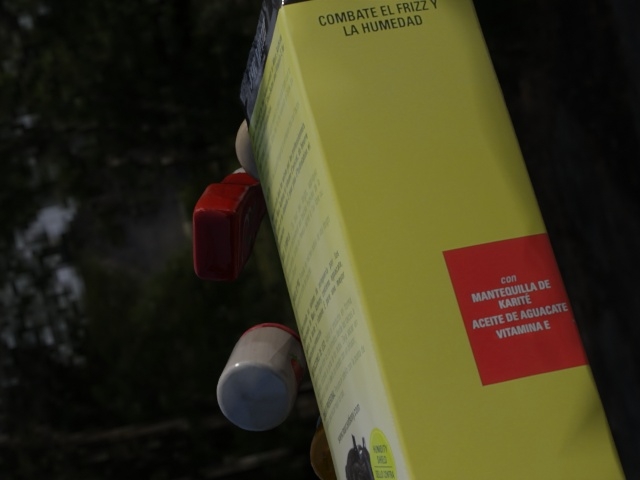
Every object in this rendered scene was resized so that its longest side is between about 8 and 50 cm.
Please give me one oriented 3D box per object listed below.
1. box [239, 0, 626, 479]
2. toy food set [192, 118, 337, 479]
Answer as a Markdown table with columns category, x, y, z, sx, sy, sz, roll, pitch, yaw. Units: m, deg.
| category | x | y | z | sx | sy | sz | roll | pitch | yaw |
| --- | --- | --- | --- | --- | --- | --- | --- | --- | --- |
| box | 0.034 | 0.042 | 0.457 | 0.087 | 0.058 | 0.232 | 111 | 146 | -66 |
| toy food set | 0.000 | 0.000 | 0.868 | 0.104 | 0.111 | 0.232 | -68 | -23 | -69 |
